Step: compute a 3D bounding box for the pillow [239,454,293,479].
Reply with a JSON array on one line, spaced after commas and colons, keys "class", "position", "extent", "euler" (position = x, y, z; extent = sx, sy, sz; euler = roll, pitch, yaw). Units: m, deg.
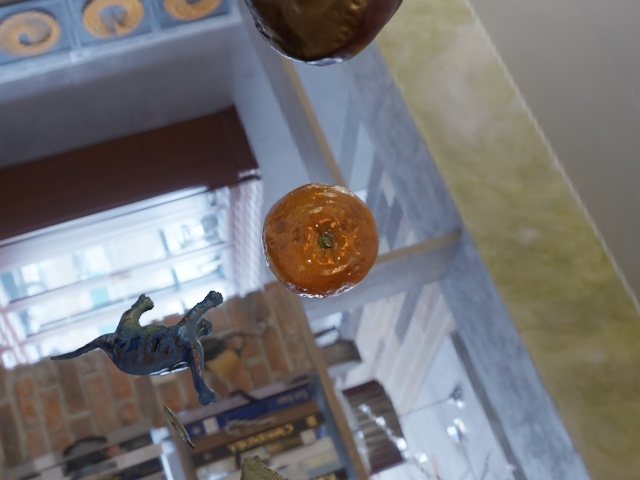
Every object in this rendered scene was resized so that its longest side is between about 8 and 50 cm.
[{"class": "pillow", "position": [-0.086, 0.458, 1.586], "extent": [0.119, 0.053, 0.208], "euler": [15, -66, 28]}]

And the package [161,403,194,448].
[{"class": "package", "position": [-0.265, 0.343, 1.802], "extent": [0.110, 0.015, 0.037], "euler": [45, -16, 43]}]

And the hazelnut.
[{"class": "hazelnut", "position": [-0.003, -0.348, 1.288], "extent": [0.229, 0.229, 0.229], "euler": [163, -90, -77]}]

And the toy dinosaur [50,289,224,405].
[{"class": "toy dinosaur", "position": [-0.199, 0.128, 1.222], "extent": [0.329, 0.144, 0.076], "euler": [7, -46, 41]}]

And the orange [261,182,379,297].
[{"class": "orange", "position": [0.000, 0.000, 2.159], "extent": [0.261, 0.261, 0.261], "euler": [163, -90, -77]}]
